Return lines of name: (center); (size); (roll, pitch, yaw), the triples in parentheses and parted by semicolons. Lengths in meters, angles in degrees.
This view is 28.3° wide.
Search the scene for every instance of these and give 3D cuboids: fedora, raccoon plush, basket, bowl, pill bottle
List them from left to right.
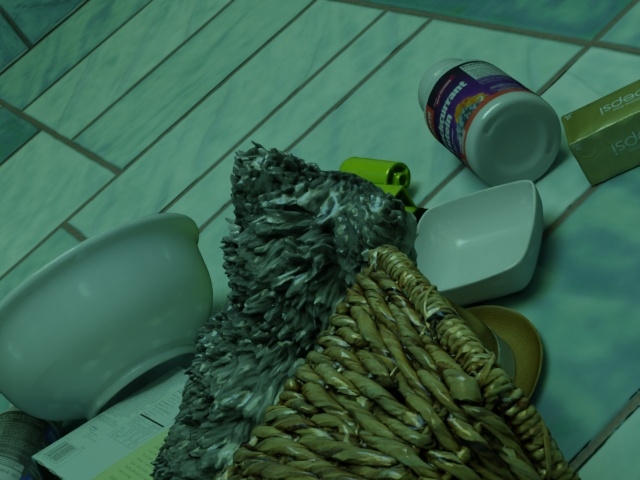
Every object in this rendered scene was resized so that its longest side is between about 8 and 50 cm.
pill bottle: (-0.346, 0.240, 1.453); (0.078, 0.078, 0.137); (-18, 35, 29)
bowl: (-0.226, 0.112, 1.394); (0.298, 0.298, 0.134); (-36, 74, 0)
raccoon plush: (-0.042, 0.145, 0.932); (0.216, 0.299, 0.446); (12, 46, 15)
fedora: (0.109, 0.114, 1.157); (0.194, 0.079, 0.194); (-26, 31, 17)
bowl: (0.160, 0.013, 1.273); (0.142, 0.053, 0.142); (-17, 34, 31)
pill bottle: (0.179, -0.139, 1.413); (0.108, 0.108, 0.193); (-36, 29, 0)
basket: (0.123, 0.170, 0.818); (0.213, 0.299, 0.223); (0, 45, 48)

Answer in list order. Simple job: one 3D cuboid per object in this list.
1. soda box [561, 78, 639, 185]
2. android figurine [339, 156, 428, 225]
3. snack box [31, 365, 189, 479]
soda box: (0.339, -0.128, 1.277); (0.181, 0.061, 0.058); (-26, 32, 18)
android figurine: (0.000, 0.000, 1.459); (0.273, 0.056, 0.248); (11, 54, 50)
snack box: (-0.121, 0.224, 1.203); (0.187, 0.060, 0.322); (-31, 26, -28)
